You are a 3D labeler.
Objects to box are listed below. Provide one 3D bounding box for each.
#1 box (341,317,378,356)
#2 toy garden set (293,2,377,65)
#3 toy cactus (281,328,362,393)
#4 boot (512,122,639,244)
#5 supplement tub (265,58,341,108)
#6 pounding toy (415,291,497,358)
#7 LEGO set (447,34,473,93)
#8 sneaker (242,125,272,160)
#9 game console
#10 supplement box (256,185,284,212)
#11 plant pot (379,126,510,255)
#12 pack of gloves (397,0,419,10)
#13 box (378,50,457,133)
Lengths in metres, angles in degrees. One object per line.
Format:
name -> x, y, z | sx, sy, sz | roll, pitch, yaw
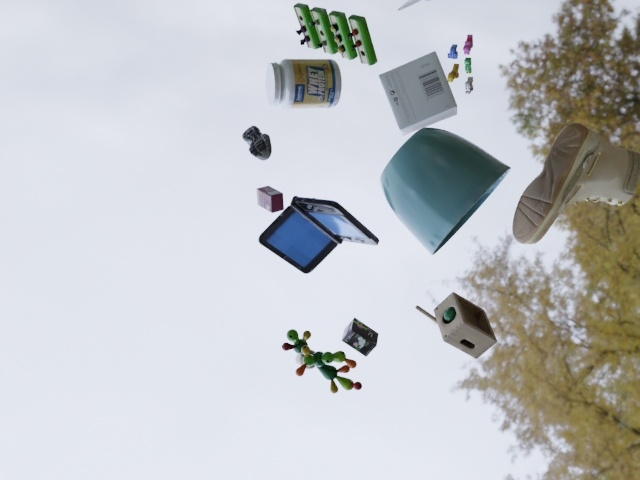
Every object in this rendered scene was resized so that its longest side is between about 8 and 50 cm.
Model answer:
box -> 0.107, 0.261, 1.665 | 0.083, 0.052, 0.062 | 35, -153, -7
toy garden set -> 0.004, -0.496, 1.366 | 0.049, 0.204, 0.244 | -40, -137, -17
toy cactus -> -0.014, 0.300, 1.499 | 0.219, 0.180, 0.112 | 33, -111, -16
boot -> 0.529, -0.091, 1.267 | 0.203, 0.262, 0.095 | 15, -162, -27
supplement tub -> -0.051, -0.458, 1.804 | 0.200, 0.144, 0.144 | -5, -141, -17
pounding toy -> 0.320, 0.198, 1.465 | 0.141, 0.100, 0.130 | 29, -152, -23
LEGO set -> 0.518, -0.643, 2.305 | 0.087, 0.227, 0.093 | 11, -133, 26
sneaker -> -0.233, -0.378, 2.474 | 0.101, 0.106, 0.267 | -36, -146, 4
game console -> 0.000, 0.000, 1.944 | 0.250, 0.293, 0.173 | 9, -108, 39
supplement box -> -0.145, -0.120, 1.770 | 0.043, 0.055, 0.083 | -17, -150, -31
plant pot -> 0.296, -0.147, 1.575 | 0.235, 0.293, 0.293 | 43, -137, 12
pack of gloves -> 0.374, -0.744, 1.835 | 0.232, 0.195, 0.046 | -30, -84, -27
box -> 0.289, -0.430, 1.820 | 0.182, 0.181, 0.119 | -21, 175, 11
